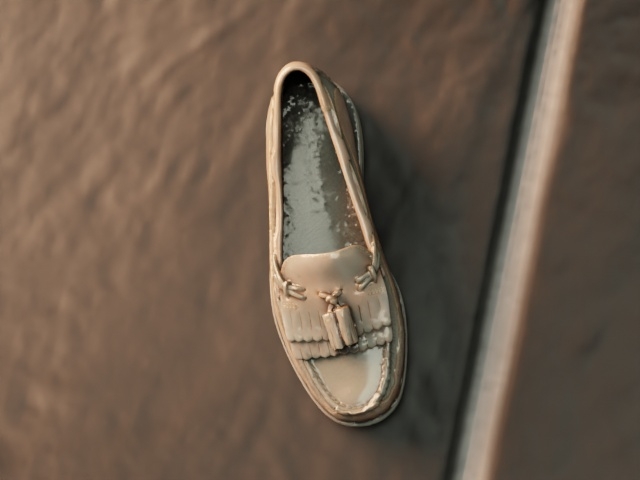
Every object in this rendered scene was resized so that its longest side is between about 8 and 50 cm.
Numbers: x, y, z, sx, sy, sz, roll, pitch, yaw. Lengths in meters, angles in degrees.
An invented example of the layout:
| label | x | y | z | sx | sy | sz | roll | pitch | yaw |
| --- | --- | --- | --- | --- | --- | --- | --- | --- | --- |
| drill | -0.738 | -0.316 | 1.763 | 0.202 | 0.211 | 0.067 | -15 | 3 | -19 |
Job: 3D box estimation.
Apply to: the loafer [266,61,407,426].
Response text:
| label | x | y | z | sx | sy | sz | roll | pitch | yaw |
| --- | --- | --- | --- | --- | --- | --- | --- | --- | --- |
| loafer | 0.000 | 0.000 | 0.650 | 0.045 | 0.039 | 0.125 | -12 | 73 | 7 |
